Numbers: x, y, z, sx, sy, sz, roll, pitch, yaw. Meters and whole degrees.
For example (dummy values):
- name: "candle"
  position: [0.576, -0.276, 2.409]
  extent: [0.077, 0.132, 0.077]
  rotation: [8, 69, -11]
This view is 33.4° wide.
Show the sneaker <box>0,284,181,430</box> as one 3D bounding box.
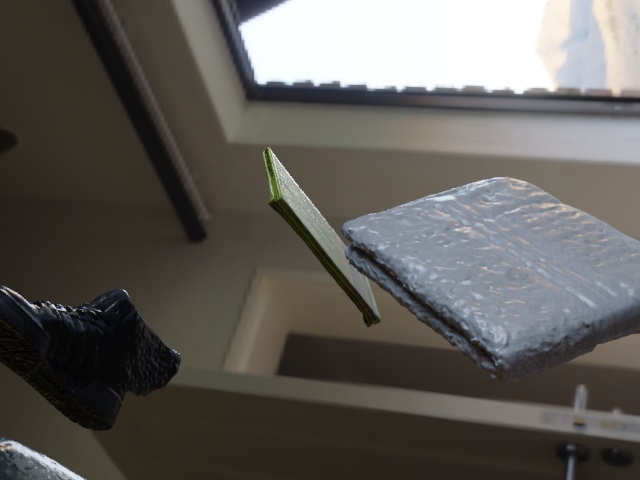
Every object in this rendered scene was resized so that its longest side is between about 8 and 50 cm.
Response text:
- name: "sneaker"
  position: [-0.162, 0.062, 0.717]
  extent: [0.170, 0.051, 0.089]
  rotation: [55, -136, -36]

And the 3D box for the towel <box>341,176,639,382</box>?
- name: "towel"
  position: [0.153, 0.024, 0.887]
  extent: [0.282, 0.187, 0.049]
  rotation: [-139, 35, -58]

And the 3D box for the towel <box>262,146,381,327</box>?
- name: "towel"
  position: [0.000, 0.000, 1.247]
  extent: [0.237, 0.021, 0.102]
  rotation: [52, -166, -38]

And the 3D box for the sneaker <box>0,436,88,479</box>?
- name: "sneaker"
  position: [-0.040, 0.168, 0.523]
  extent: [0.281, 0.162, 0.106]
  rotation: [47, -160, -14]
